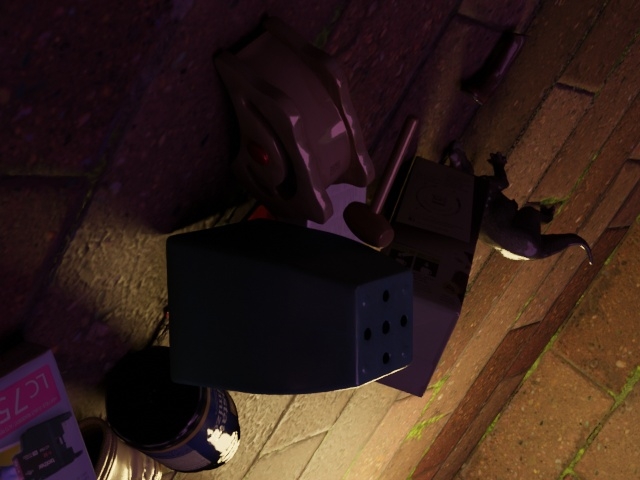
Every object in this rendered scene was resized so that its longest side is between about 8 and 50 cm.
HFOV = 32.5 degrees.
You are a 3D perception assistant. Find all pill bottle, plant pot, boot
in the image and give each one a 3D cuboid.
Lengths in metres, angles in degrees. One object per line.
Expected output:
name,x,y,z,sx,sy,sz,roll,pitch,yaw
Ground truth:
pill bottle,-0.170,0.216,1.344,0.123,0.123,0.219,-47,157,-9
plant pot,-0.024,0.075,1.188,0.165,0.234,0.166,-13,106,-51
boot,0.247,-0.246,1.535,0.114,0.037,0.106,-55,170,17
boot,-0.305,0.339,1.301,0.262,0.095,0.203,-53,159,-13

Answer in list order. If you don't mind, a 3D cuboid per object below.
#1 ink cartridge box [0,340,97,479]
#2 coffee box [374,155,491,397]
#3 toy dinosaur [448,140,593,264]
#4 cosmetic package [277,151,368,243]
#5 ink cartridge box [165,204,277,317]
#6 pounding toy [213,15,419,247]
ink cartridge box,-0.303,0.277,1.074,0.185,0.065,0.311,-31,119,-39
coffee box,0.136,0.042,1.503,0.297,0.118,0.168,-68,177,-49
toy dinosaur,0.284,-0.033,1.716,0.121,0.313,0.160,-36,-164,40
cosmetic package,0.000,0.000,1.341,0.099,0.060,0.239,-24,131,-34
ink cartridge box,-0.080,0.069,1.383,0.181,0.056,0.225,-50,158,-4
pounding toy,-0.004,-0.118,1.146,0.155,0.154,0.270,-41,136,-22
